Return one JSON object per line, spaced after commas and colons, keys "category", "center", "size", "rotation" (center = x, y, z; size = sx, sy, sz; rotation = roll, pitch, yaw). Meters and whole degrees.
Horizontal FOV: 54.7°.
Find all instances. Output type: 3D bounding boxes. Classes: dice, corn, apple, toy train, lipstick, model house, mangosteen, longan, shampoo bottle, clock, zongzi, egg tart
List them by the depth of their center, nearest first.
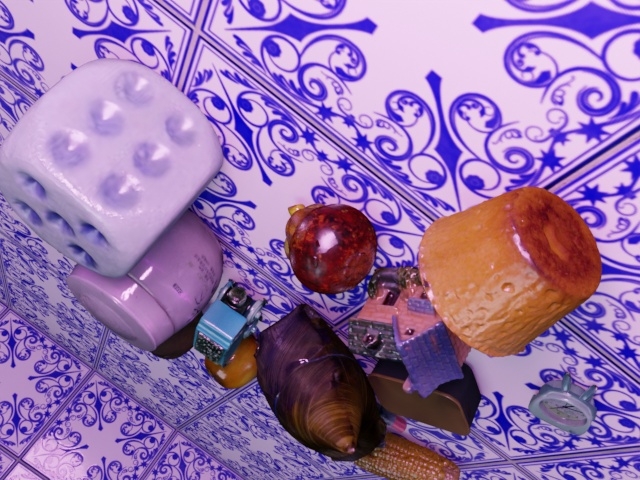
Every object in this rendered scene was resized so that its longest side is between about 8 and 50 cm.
{"category": "egg tart", "center": [0.235, 0.028, 0.760], "size": [0.202, 0.202, 0.147], "rotation": [39, 140, -6]}
{"category": "mangosteen", "center": [-0.002, 0.009, 0.992], "size": [0.181, 0.146, 0.156], "rotation": [16, 147, 29]}
{"category": "model house", "center": [0.143, 0.153, 1.026], "size": [0.183, 0.172, 0.166], "rotation": [6, 140, 39]}
{"category": "dice", "center": [-0.344, -0.118, 1.031], "size": [0.265, 0.268, 0.262], "rotation": [42, 147, -10]}
{"category": "clock", "center": [0.421, 0.277, 1.055], "size": [0.101, 0.041, 0.135], "rotation": [25, 146, 16]}
{"category": "zongzi", "center": [0.053, 0.386, 1.241], "size": [0.403, 0.208, 0.432], "rotation": [59, 173, -30]}
{"category": "shampoo bottle", "center": [-0.363, 0.071, 1.305], "size": [0.273, 0.266, 0.273], "rotation": [25, 149, 17]}
{"category": "toy train", "center": [-0.216, 0.195, 1.432], "size": [0.112, 0.163, 0.203], "rotation": [32, 149, 7]}
{"category": "lipstick", "center": [0.109, 0.394, 1.507], "size": [0.234, 0.053, 0.053], "rotation": [31, 149, -1]}
{"category": "corn", "center": [0.200, 0.563, 1.583], "size": [0.322, 0.119, 0.119], "rotation": [15, 143, 31]}
{"category": "longan", "center": [-0.393, 0.207, 1.592], "size": [0.198, 0.198, 0.212], "rotation": [11, 153, 34]}
{"category": "apple", "center": [-0.234, 0.307, 1.615], "size": [0.163, 0.147, 0.146], "rotation": [18, 144, 29]}

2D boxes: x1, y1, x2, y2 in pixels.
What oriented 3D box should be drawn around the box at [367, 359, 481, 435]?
{"category": "box", "center": [0.209, 0.291, 1.227], "size": [0.201, 0.090, 0.144], "rotation": [8, 140, 37]}
